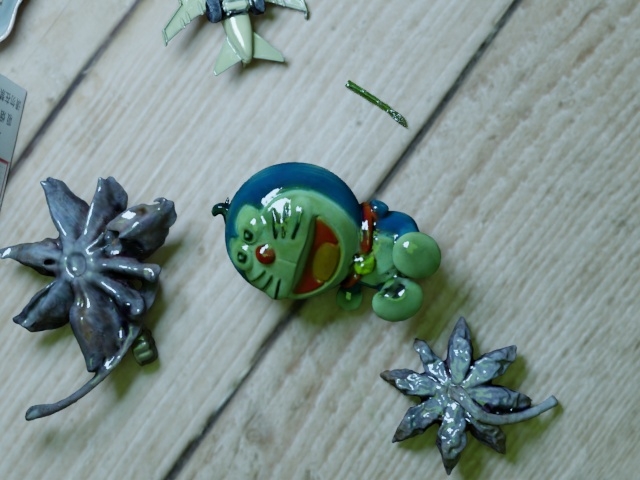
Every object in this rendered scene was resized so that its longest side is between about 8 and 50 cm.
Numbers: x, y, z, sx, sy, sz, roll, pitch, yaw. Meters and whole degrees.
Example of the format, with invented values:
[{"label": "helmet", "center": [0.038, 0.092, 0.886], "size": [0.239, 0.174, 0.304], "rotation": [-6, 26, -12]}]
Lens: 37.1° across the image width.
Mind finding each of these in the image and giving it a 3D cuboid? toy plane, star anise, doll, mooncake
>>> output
[{"label": "toy plane", "center": [-0.141, -0.376, 1.464], "size": [0.229, 0.092, 0.244], "rotation": [-15, 86, -13]}, {"label": "star anise", "center": [0.212, 0.224, 1.378], "size": [0.263, 0.081, 0.230], "rotation": [7, 74, 8]}, {"label": "star anise", "center": [-0.346, 0.055, 1.424], "size": [0.359, 0.139, 0.315], "rotation": [-34, 67, 10]}, {"label": "doll", "center": [0.000, -0.001, 1.369], "size": [0.322, 0.186, 0.198], "rotation": [19, 117, -10]}, {"label": "mooncake", "center": [-0.185, 0.282, 1.407], "size": [0.057, 0.150, 0.346], "rotation": [-36, 97, 9]}]

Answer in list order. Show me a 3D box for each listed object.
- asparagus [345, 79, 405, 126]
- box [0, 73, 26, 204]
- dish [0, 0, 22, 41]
[{"label": "asparagus", "center": [0.087, -0.211, 1.463], "size": [0.114, 0.014, 0.015], "rotation": [34, 89, 7]}, {"label": "box", "center": [-0.548, -0.098, 1.407], "size": [0.095, 0.210, 0.330], "rotation": [12, 85, 7]}, {"label": "dish", "center": [-0.562, -0.399, 1.498], "size": [0.230, 0.081, 0.229], "rotation": [0, 89, -6]}]
